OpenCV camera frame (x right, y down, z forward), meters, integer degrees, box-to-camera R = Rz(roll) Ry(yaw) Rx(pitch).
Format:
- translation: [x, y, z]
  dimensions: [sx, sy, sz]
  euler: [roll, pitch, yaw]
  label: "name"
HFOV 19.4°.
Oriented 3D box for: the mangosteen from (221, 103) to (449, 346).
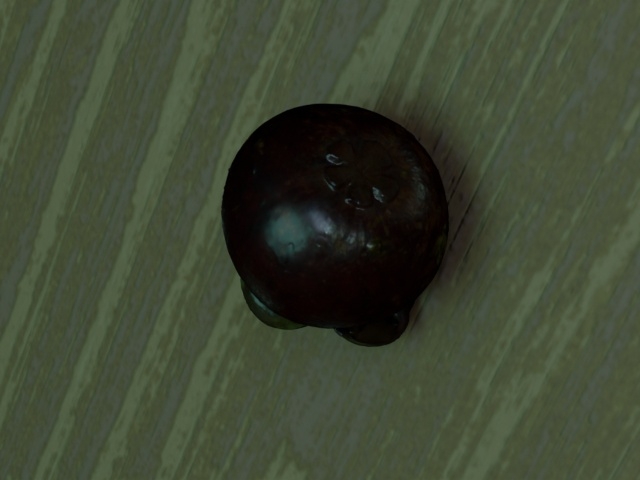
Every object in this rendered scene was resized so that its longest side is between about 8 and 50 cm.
- translation: [-0.005, 0.000, 1.210]
  dimensions: [0.181, 0.146, 0.156]
  euler: [-40, 73, 40]
  label: "mangosteen"
